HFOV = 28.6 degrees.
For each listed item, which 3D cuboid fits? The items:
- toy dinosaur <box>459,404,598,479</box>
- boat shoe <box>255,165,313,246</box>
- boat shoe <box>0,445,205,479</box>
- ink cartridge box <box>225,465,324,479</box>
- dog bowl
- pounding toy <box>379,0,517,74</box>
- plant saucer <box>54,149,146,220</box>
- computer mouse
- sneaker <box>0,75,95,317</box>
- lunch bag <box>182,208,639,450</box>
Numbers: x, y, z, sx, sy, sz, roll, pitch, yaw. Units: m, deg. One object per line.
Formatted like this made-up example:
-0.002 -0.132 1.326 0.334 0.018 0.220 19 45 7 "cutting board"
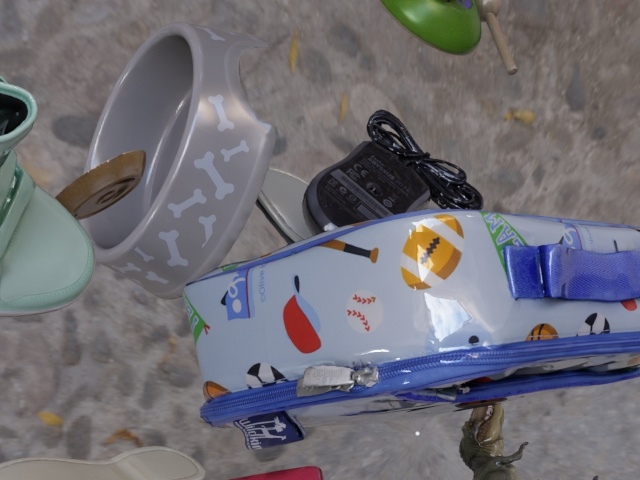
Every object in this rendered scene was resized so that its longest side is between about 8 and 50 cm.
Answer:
0.178 0.230 1.041 0.118 0.268 0.064 -3 118 5 "toy dinosaur"
0.000 0.000 1.704 0.254 0.079 0.095 36 56 -8 "boat shoe"
-0.282 0.319 1.510 0.116 0.324 0.097 32 109 38 "boat shoe"
-0.043 0.227 0.656 0.127 0.176 0.128 -10 113 -2 "ink cartridge box"
-0.184 -0.107 1.533 0.102 0.349 0.349 19 82 -29 "dog bowl"
0.207 -0.368 1.877 0.237 0.110 0.183 15 40 -30 "pounding toy"
-0.160 -0.037 0.921 0.083 0.083 0.015 -33 84 -1 "plant saucer"
0.067 -0.044 1.520 0.188 0.272 0.072 44 129 10 "computer mouse"
-0.189 -0.026 0.703 0.151 0.256 0.094 -6 62 36 "sneaker"
0.080 0.051 0.766 0.243 0.303 0.115 -15 80 41 "lunch bag"
